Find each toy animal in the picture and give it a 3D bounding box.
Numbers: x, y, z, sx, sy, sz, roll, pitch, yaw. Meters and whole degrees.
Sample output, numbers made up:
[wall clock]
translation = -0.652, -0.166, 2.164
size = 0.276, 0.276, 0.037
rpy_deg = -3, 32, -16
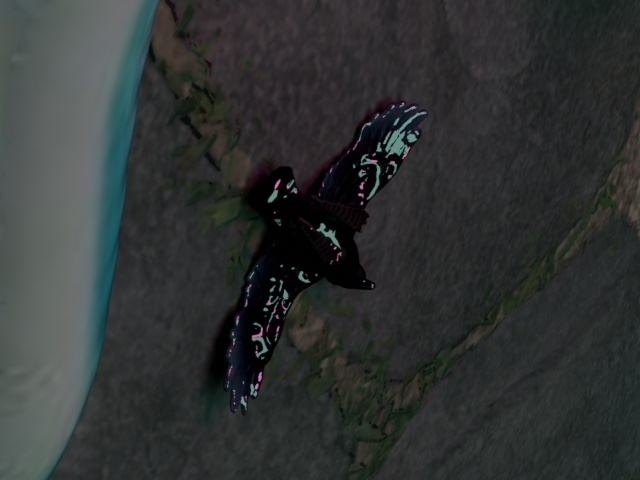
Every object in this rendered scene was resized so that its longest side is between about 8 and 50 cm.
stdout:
[toy animal]
translation = 0.000, 0.000, 0.795
size = 0.220, 0.062, 0.108
rpy_deg = -58, 162, -11

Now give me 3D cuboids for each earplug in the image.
[earplug]
translation = -0.151, -0.005, 0.502
size = 0.185, 0.185, 0.324
rpy_deg = -22, 133, -44
